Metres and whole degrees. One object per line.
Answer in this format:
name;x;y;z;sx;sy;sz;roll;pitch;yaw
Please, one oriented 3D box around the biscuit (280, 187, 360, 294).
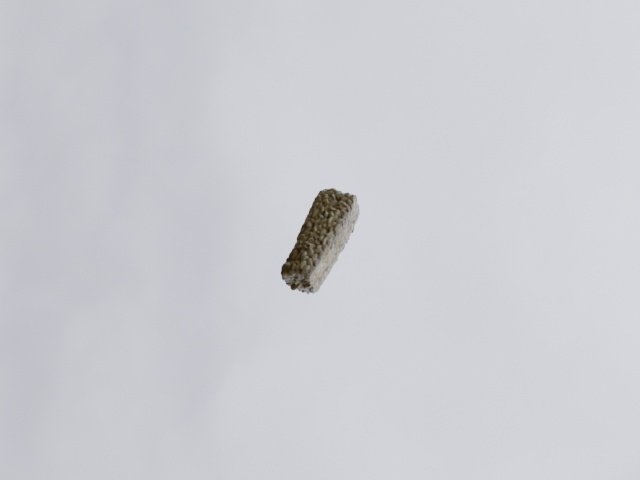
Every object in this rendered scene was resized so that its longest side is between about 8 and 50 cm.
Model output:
biscuit;0.000;0.000;2.150;0.070;0.082;0.168;17;-113;24
